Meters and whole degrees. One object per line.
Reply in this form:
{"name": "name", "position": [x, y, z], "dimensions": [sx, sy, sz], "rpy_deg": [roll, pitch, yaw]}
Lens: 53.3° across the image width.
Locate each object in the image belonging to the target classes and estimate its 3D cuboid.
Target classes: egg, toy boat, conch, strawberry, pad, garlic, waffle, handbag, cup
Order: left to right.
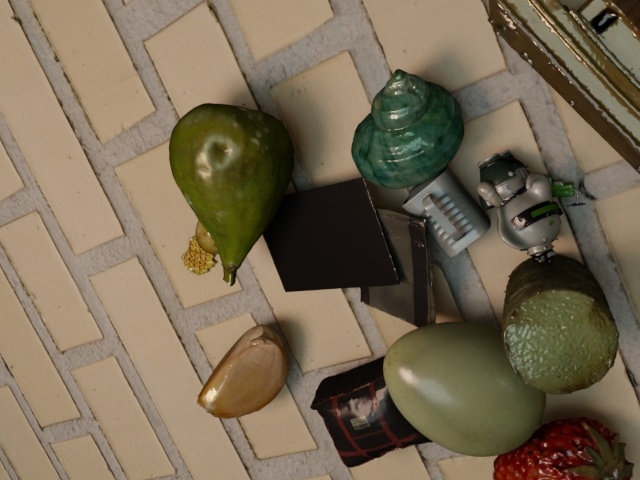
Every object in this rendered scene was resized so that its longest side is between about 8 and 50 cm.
{"name": "waffle", "position": [-0.262, 0.036, 1.360], "dimensions": [0.078, 0.016, 0.085], "rpy_deg": [46, 121, 3]}
{"name": "garlic", "position": [-0.149, 0.265, 1.312], "dimensions": [0.145, 0.164, 0.245], "rpy_deg": [46, 116, 22]}
{"name": "pad", "position": [0.000, 0.000, 1.185], "dimensions": [0.300, 0.005, 0.202], "rpy_deg": [-9, 105, 45]}
{"name": "handbag", "position": [0.107, 0.327, 1.223], "dimensions": [0.215, 0.155, 0.169], "rpy_deg": [-27, 103, 27]}
{"name": "pad", "position": [0.126, 0.044, 1.129], "dimensions": [0.174, 0.022, 0.233], "rpy_deg": [19, 131, 41]}
{"name": "conch", "position": [0.133, -0.179, 1.034], "dimensions": [0.196, 0.134, 0.202], "rpy_deg": [11, 114, 19]}
{"name": "cup", "position": [0.207, -0.047, 1.053], "dimensions": [0.095, 0.128, 0.129], "rpy_deg": [-41, 92, 20]}
{"name": "egg", "position": [0.237, 0.244, 1.075], "dimensions": [0.296, 0.218, 0.218], "rpy_deg": [20, 121, -21]}
{"name": "strawberry", "position": [0.406, 0.417, 1.119], "dimensions": [0.244, 0.205, 0.205], "rpy_deg": [-25, 98, 50]}
{"name": "toy boat", "position": [0.397, -0.261, 0.890], "dimensions": [0.445, 0.136, 0.162], "rpy_deg": [46, 115, 3]}

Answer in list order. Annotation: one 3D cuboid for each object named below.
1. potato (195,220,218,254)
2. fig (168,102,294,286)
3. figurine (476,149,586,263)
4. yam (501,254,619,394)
{"name": "potato", "position": [-0.215, -0.011, 1.287], "dimensions": [0.096, 0.066, 0.103], "rpy_deg": [35, 112, 12]}
{"name": "fig", "position": [-0.181, -0.102, 1.148], "dimensions": [0.233, 0.233, 0.314], "rpy_deg": [35, 115, 9]}
{"name": "figurine", "position": [0.320, -0.051, 1.007], "dimensions": [0.126, 0.147, 0.192], "rpy_deg": [-36, 73, 48]}
{"name": "yam", "position": [0.362, 0.116, 0.979], "dimensions": [0.161, 0.268, 0.161], "rpy_deg": [3, 102, 16]}
